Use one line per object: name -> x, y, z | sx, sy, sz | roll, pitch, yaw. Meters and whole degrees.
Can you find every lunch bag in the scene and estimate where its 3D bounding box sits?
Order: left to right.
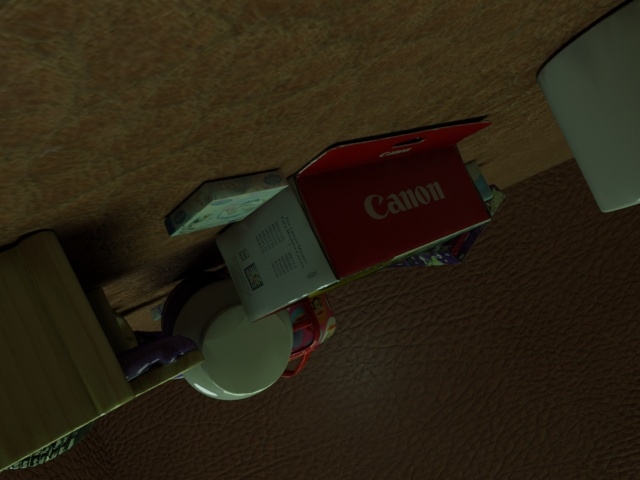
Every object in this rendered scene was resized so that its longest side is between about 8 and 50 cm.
lunch bag -> -0.121, 0.166, 1.094 | 0.293, 0.258, 0.120 | -28, 176, 28

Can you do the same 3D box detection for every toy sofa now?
toy sofa -> -0.245, 0.104, 0.548 | 0.177, 0.150, 0.362 | -27, 176, -20

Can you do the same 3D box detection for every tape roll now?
tape roll -> 0.373, -0.154, 0.531 | 0.246, 0.169, 0.246 | -23, 174, -3

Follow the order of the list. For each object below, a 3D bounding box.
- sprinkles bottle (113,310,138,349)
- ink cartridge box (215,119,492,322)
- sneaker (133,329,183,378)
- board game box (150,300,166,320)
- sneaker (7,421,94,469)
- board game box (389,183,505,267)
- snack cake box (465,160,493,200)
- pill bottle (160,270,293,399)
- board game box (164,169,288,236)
sprinkles bottle -> -0.520, 0.251, 0.960 | 0.356, 0.121, 0.121 | -23, 175, 0
ink cartridge box -> 0.068, -0.028, 0.689 | 0.310, 0.130, 0.272 | -19, 172, -39
sneaker -> -0.393, 0.234, 1.083 | 0.294, 0.102, 0.146 | 0, 170, 17
board game box -> -0.329, 0.146, 1.258 | 0.103, 0.026, 0.154 | -18, 172, -43
sneaker -> -0.539, 0.244, 0.721 | 0.411, 0.157, 0.182 | 6, -169, -45
board game box -> 0.292, -0.026, 1.331 | 0.208, 0.056, 0.347 | -48, -168, -17
snack cake box -> 0.207, -0.066, 1.119 | 0.265, 0.089, 0.152 | -22, 173, -12
pill bottle -> -0.156, 0.146, 0.854 | 0.182, 0.181, 0.323 | -22, -172, -19
board game box -> -0.091, -0.036, 0.508 | 0.090, 0.020, 0.090 | -18, 173, -45
